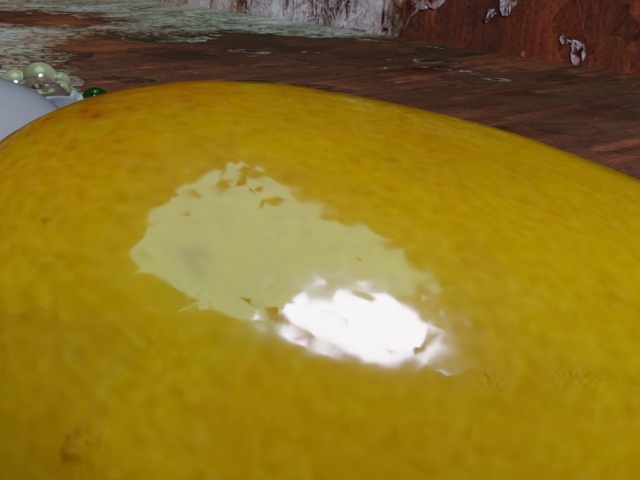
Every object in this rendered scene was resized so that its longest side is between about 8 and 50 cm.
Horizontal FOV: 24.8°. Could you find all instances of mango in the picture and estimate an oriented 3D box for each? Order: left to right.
[{"bbox_3d":[0.047,0.070,0.591,0.445,0.232,0.300,11,23,3],"label":"mango"}]

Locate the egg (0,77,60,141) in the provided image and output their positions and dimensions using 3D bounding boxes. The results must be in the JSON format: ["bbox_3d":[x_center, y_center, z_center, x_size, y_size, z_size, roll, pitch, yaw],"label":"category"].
[{"bbox_3d":[-0.232,-0.023,0.969,0.176,0.176,0.232,8,5,13],"label":"egg"}]

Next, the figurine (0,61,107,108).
[{"bbox_3d":[-0.285,-0.125,1.503,0.147,0.093,0.197,-14,21,-20],"label":"figurine"}]
